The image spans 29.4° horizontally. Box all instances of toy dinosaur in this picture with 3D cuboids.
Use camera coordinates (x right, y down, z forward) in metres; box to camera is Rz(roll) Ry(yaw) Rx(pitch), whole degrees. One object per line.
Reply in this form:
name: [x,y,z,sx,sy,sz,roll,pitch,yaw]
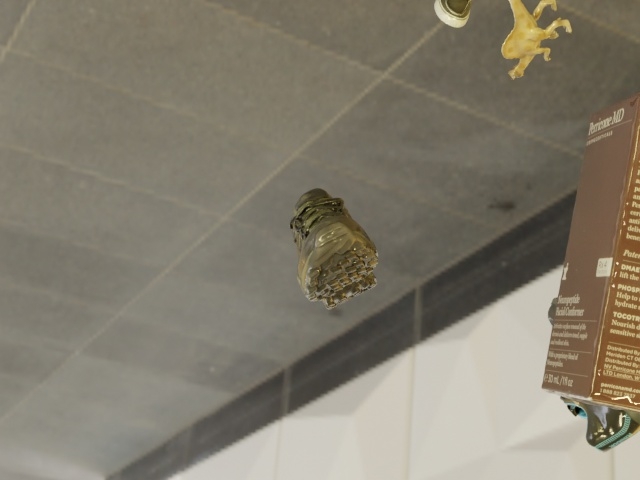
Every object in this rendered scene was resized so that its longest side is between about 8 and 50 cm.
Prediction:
toy dinosaur: [0.278,-0.278,1.610,0.093,0.053,0.183,-26,141,-7]

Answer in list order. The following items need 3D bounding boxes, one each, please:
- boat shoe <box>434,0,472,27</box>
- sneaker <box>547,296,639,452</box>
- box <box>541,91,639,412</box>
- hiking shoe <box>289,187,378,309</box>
boat shoe: [0.187,-0.339,1.656,0.049,0.142,0.040,22,131,-5]
sneaker: [0.455,0.221,2.113,0.125,0.341,0.139,33,107,-27]
box: [0.397,0.022,1.526,0.143,0.381,0.191,13,175,-6]
hiking shoe: [0.000,0.000,1.248,0.086,0.114,0.227,-28,167,-4]
